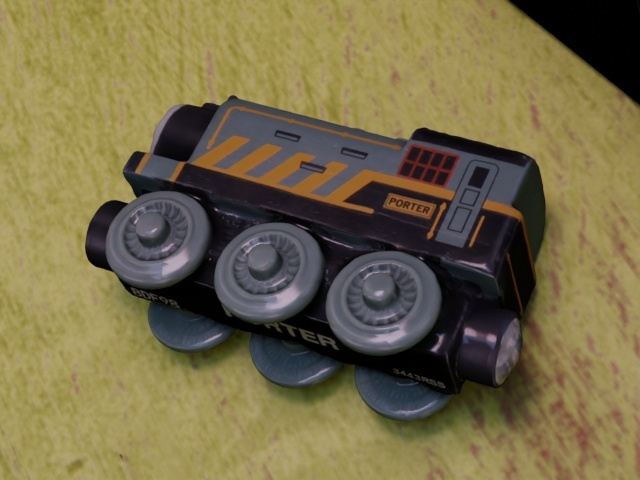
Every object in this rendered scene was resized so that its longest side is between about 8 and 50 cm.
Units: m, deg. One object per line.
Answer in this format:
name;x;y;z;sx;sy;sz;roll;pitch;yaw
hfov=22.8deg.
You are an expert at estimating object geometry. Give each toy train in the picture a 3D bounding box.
toy train;0.000;0.000;1.119;0.334;0.142;0.190;15;62;25

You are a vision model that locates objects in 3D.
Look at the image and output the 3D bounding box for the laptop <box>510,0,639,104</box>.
laptop;0.285;-0.217;0.966;0.236;0.382;0.408;-44;63;-3
